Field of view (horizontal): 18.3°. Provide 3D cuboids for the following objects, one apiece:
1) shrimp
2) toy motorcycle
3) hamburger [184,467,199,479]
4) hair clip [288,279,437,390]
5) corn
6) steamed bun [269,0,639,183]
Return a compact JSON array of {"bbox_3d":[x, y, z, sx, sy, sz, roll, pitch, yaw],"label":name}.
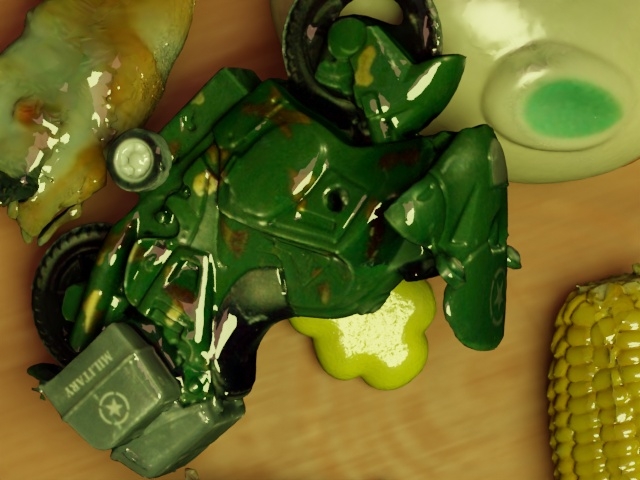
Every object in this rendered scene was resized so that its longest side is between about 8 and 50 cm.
[{"bbox_3d":[-0.160,-0.158,1.003,0.185,0.068,0.287,-34,85,-17],"label":"shrimp"},{"bbox_3d":[-0.016,0.013,0.938,0.274,0.125,0.187,-42,78,17],"label":"toy motorcycle"},{"bbox_3d":[-0.041,0.228,0.943,0.261,0.138,0.243,-9,86,-7],"label":"hamburger"},{"bbox_3d":[0.000,0.000,1.017,0.072,0.046,0.173,-32,90,-4],"label":"hair clip"},{"bbox_3d":[0.167,0.166,0.987,0.102,0.102,0.313,-3,85,-6],"label":"corn"},{"bbox_3d":[0.088,-0.123,0.996,0.228,0.131,0.177,28,80,0],"label":"steamed bun"}]
